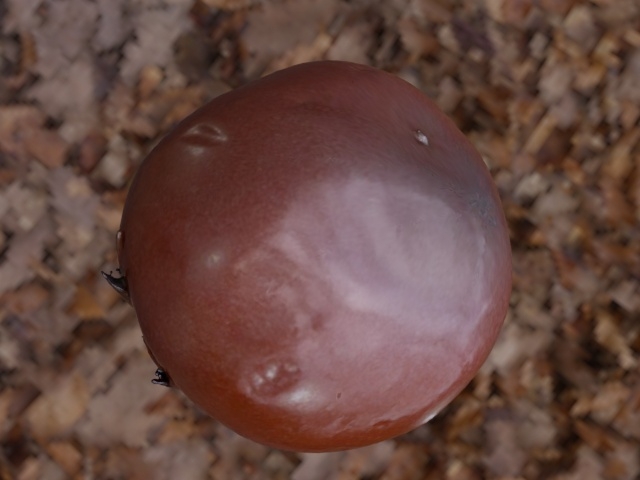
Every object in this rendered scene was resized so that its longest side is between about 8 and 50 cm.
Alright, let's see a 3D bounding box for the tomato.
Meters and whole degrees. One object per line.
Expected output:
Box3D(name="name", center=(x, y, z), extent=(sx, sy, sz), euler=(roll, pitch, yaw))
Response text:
Box3D(name="tomato", center=(0.000, 0.000, 1.600), extent=(0.273, 0.341, 0.341), euler=(-35, 160, 33))
